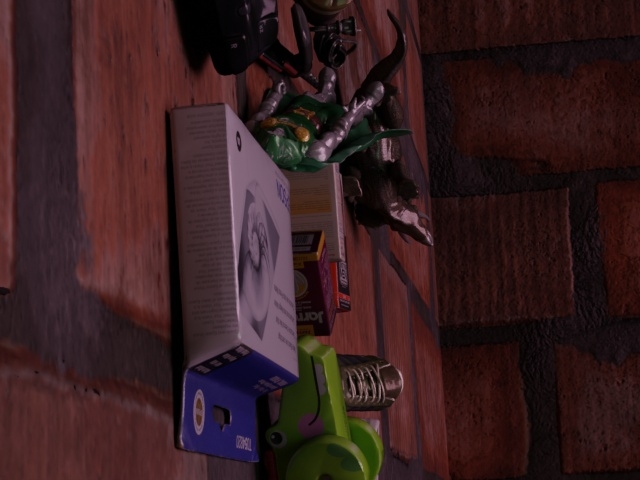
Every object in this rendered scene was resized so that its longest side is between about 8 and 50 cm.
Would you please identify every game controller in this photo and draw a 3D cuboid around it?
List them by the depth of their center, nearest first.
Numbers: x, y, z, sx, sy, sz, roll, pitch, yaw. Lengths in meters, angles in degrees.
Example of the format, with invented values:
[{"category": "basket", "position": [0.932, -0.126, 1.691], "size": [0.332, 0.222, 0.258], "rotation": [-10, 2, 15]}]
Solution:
[{"category": "game controller", "position": [-0.084, -0.281, 0.959], "size": [0.166, 0.067, 0.319], "rotation": [-109, -171, -62]}]

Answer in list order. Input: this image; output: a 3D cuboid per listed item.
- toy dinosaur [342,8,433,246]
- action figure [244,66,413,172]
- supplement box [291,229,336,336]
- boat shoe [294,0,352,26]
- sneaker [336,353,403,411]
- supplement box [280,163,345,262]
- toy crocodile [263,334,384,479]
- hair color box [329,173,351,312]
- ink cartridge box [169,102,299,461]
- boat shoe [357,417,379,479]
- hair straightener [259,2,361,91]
[{"category": "toy dinosaur", "position": [0.067, -0.127, 1.713], "size": [0.160, 0.121, 0.313], "rotation": [-111, -170, -78]}, {"category": "action figure", "position": [-0.009, -0.099, 1.155], "size": [0.232, 0.137, 0.063], "rotation": [-46, 149, -66]}, {"category": "supplement box", "position": [-0.020, 0.037, 1.164], "size": [0.043, 0.055, 0.083], "rotation": [-76, 159, -60]}, {"category": "boat shoe", "position": [-0.024, -0.306, 1.287], "size": [0.073, 0.080, 0.223], "rotation": [135, -58, -63]}, {"category": "sneaker", "position": [0.038, 0.139, 1.371], "size": [0.192, 0.086, 0.064], "rotation": [36, 50, -78]}, {"category": "supplement box", "position": [-0.013, -0.028, 1.217], "size": [0.036, 0.062, 0.098], "rotation": [31, 56, -81]}, {"category": "toy crocodile", "position": [0.006, 0.246, 1.120], "size": [0.115, 0.105, 0.340], "rotation": [-44, 124, -78]}, {"category": "hair color box", "position": [0.000, 0.000, 1.345], "size": [0.072, 0.043, 0.141], "rotation": [29, 56, -78]}, {"category": "ink cartridge box", "position": [-0.055, 0.040, 0.968], "size": [0.223, 0.045, 0.223], "rotation": [49, 38, -76]}, {"category": "boat shoe", "position": [0.036, 0.278, 1.319], "size": [0.083, 0.076, 0.226], "rotation": [-66, 150, -71]}, {"category": "hair straightener", "position": [-0.002, -0.174, 1.271], "size": [0.230, 0.089, 0.047], "rotation": [37, 40, -78]}]
